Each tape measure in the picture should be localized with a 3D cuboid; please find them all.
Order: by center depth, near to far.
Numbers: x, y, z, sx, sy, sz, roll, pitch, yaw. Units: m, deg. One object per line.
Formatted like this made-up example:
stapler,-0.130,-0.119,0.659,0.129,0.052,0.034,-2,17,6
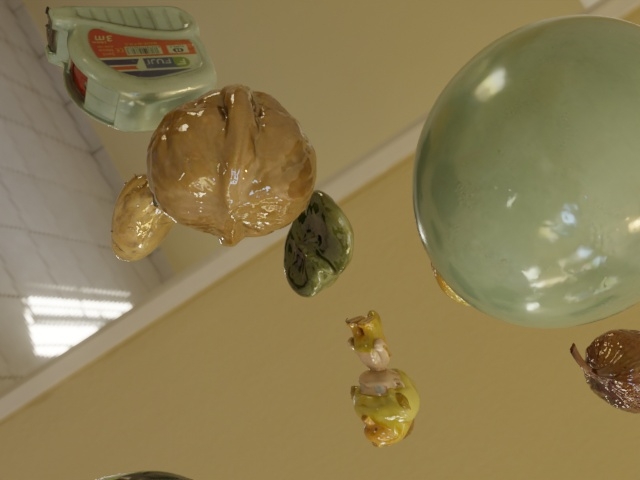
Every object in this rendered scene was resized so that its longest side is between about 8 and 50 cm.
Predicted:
tape measure,-0.309,-0.283,1.611,0.246,0.243,0.125,66,-30,30

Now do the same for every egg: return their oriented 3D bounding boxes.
egg,0.234,-0.070,0.934,0.276,0.276,0.389,56,38,-11

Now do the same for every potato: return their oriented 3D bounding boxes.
potato,-0.350,-0.051,1.930,0.128,0.161,0.235,37,-25,-2

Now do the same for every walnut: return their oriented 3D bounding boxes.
walnut,-0.082,-0.068,0.899,0.166,0.167,0.149,-113,-154,-52

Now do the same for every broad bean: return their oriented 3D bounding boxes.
broad bean,-0.002,0.001,1.672,0.072,0.206,0.153,-17,51,-38

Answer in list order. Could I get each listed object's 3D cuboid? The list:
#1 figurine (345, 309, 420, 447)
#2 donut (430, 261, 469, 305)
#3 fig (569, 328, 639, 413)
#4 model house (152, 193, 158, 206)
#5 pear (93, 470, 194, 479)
figurine,0.108,0.254,1.770,0.156,0.131,0.246,2,-71,52
donut,0.305,0.058,1.969,0.178,0.162,0.065,51,21,-27
fig,0.464,0.207,1.534,0.201,0.146,0.133,4,86,-50
model house,-0.154,-0.108,1.436,0.152,0.165,0.106,38,29,-62
pear,-0.299,0.511,1.535,0.399,0.399,0.165,54,-4,-24
